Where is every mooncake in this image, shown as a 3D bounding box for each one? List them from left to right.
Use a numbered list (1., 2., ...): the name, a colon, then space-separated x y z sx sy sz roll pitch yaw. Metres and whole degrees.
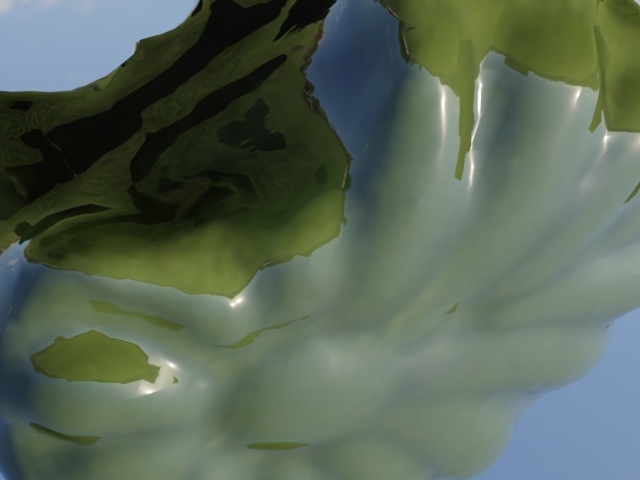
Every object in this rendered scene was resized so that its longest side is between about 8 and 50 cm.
1. mooncake: 0.000 0.000 0.649 0.351 0.351 0.187 -1 -140 -39
